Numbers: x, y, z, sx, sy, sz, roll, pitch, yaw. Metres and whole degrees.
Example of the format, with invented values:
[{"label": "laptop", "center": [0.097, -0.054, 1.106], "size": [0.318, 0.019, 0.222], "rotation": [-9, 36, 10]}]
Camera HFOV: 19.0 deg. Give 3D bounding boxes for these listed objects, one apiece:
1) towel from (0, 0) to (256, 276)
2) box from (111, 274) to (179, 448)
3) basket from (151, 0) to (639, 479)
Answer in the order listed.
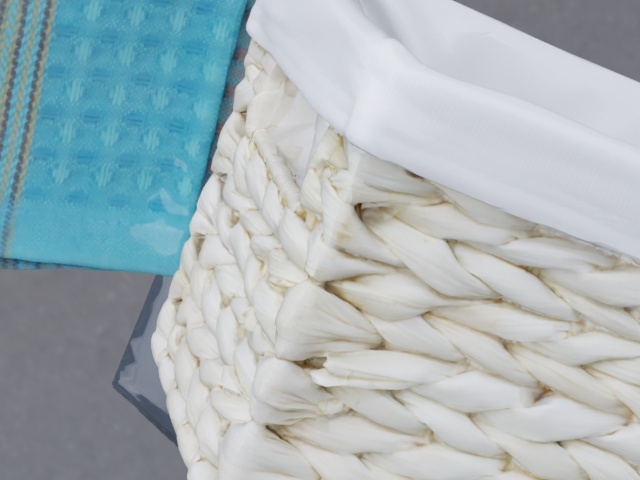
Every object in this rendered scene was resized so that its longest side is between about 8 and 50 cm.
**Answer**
[{"label": "towel", "center": [-0.123, -0.146, 0.563], "size": [0.271, 0.370, 0.040], "rotation": [2, 32, -23]}, {"label": "box", "center": [0.000, 0.000, 1.198], "size": [0.103, 0.184, 0.261], "rotation": [42, 125, 26]}, {"label": "basket", "center": [0.053, 0.019, 0.417], "size": [0.103, 0.167, 0.113], "rotation": [-64, 18, 14]}]
